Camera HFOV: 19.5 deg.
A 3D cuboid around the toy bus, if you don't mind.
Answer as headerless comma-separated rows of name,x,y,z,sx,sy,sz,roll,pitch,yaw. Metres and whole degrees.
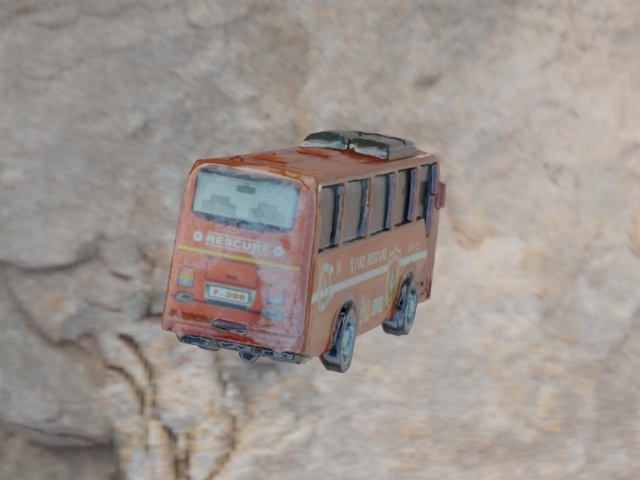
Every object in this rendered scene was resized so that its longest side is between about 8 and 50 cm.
toy bus,0.000,0.000,0.379,0.031,0.110,0.043,8,98,14
